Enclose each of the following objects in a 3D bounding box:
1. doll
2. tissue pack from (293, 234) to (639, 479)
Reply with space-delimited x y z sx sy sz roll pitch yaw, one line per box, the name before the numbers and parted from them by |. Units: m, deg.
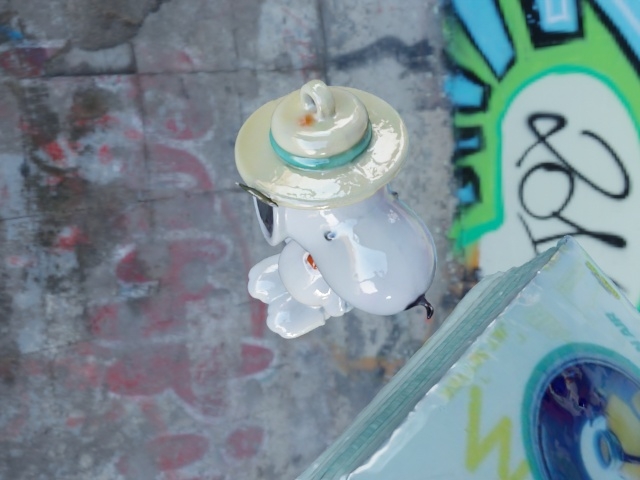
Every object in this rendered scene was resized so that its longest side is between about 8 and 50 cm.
doll | -0.012 -0.015 0.832 0.144 0.271 0.208 -29 96 -23
tissue pack | 0.186 0.209 0.877 0.287 0.162 0.388 49 50 1
